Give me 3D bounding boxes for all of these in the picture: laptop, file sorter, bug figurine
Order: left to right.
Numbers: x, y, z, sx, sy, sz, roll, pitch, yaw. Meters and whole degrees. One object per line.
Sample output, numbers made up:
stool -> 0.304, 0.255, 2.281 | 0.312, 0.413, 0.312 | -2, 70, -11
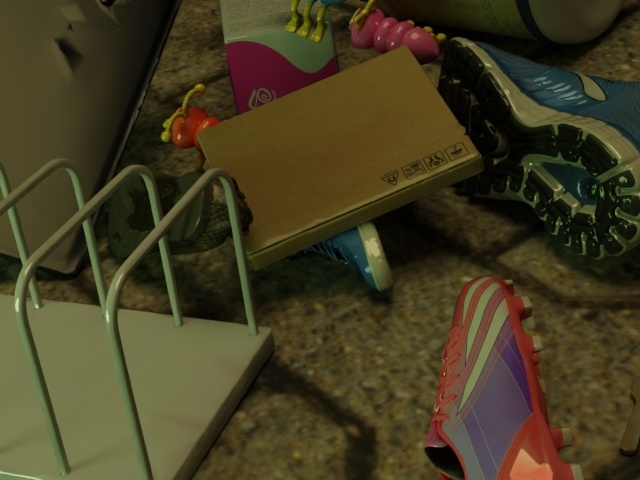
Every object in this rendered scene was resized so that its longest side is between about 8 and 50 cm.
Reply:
laptop -> -0.392, -0.136, 1.262 | 0.408, 0.236, 0.382 | -17, 45, 40
file sorter -> -0.206, 0.047, 0.904 | 0.278, 0.173, 0.193 | 5, 33, 22
bug figurine -> -0.010, -0.153, 1.165 | 0.216, 0.072, 0.279 | 21, 69, 18

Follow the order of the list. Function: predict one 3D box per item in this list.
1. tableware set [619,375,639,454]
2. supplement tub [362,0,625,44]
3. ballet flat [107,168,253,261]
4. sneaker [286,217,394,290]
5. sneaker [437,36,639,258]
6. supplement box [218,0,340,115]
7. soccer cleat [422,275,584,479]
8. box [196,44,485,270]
tableware set -> 0.279, 0.079, 0.862 | 0.128, 0.039, 0.194 | 5, 33, 21
supplement tub -> 0.170, -0.347, 1.411 | 0.316, 0.228, 0.228 | 16, 38, 34
ballet flat -> -0.119, -0.022, 1.050 | 0.058, 0.084, 0.250 | 8, -5, -27
sneaker -> 0.000, 0.001, 1.046 | 0.085, 0.058, 0.152 | -24, 44, -3
sneaker -> 0.212, -0.086, 1.100 | 0.147, 0.129, 0.330 | -7, 31, -27
supplement box -> -0.045, -0.213, 1.355 | 0.114, 0.111, 0.220 | -10, 31, -3
soccer cleat -> 0.104, 0.105, 0.829 | 0.095, 0.083, 0.248 | -12, 33, 2
box -> 0.011, -0.074, 1.054 | 0.201, 0.021, 0.164 | -24, 46, -2
